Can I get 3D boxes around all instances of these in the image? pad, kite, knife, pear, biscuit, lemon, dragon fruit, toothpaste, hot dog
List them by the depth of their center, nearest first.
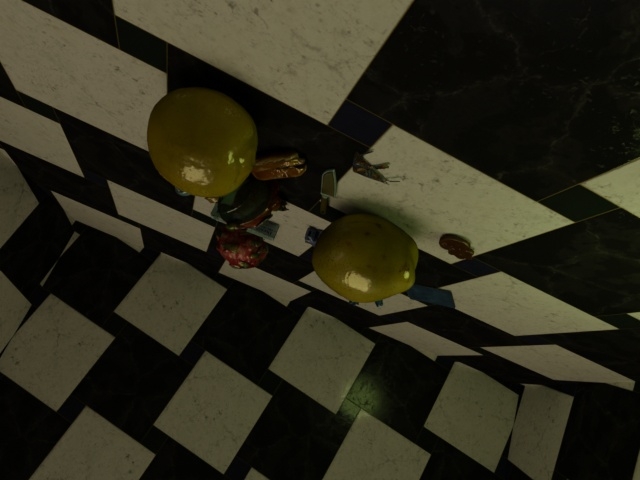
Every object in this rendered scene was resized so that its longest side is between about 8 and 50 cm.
[{"bbox_3d":[-0.356,-0.297,1.355,0.347,0.348,0.348,18,160,7],"label":"lemon"},{"bbox_3d":[0.163,-0.236,1.459,0.160,0.010,0.183,1,149,50],"label":"kite"},{"bbox_3d":[-0.161,-0.270,1.593,0.269,0.072,0.109,2,151,37],"label":"hot dog"},{"bbox_3d":[0.031,-0.182,1.694,0.061,0.027,0.343,21,157,7],"label":"knife"},{"bbox_3d":[0.536,0.025,1.748,0.124,0.026,0.175,2,153,43],"label":"biscuit"},{"bbox_3d":[0.174,0.069,1.752,0.417,0.363,0.362,5,155,23],"label":"pear"},{"bbox_3d":[-0.294,-0.158,1.752,0.295,0.269,0.130,-9,159,26],"label":"dragon fruit"},{"bbox_3d":[-0.377,-0.095,2.224,0.336,0.081,0.067,21,160,-2],"label":"toothpaste"},{"bbox_3d":[-0.426,0.023,2.377,0.302,0.237,0.231,22,141,27],"label":"dragon fruit"},{"bbox_3d":[0.588,0.296,2.409,0.268,0.012,0.270,11,157,25],"label":"pad"}]

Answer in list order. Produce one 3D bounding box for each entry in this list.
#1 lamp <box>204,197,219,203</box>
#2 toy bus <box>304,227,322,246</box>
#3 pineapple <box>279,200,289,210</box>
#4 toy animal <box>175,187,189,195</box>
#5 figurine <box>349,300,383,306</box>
[{"bbox_3d":[-0.441,-0.204,1.970,0.253,0.119,0.118,30,158,-21],"label":"lamp"},{"bbox_3d":[0.000,0.000,2.125,0.076,0.073,0.167,-3,153,42],"label":"toy bus"},{"bbox_3d":[-0.234,-0.150,1.913,0.221,0.048,0.221,2,-177,0],"label":"pineapple"},{"bbox_3d":[-0.440,-0.291,1.647,0.221,0.230,0.210,-14,-160,-28],"label":"toy animal"},{"bbox_3d":[0.267,0.190,2.194,0.416,0.243,0.297,9,-159,34],"label":"figurine"}]
